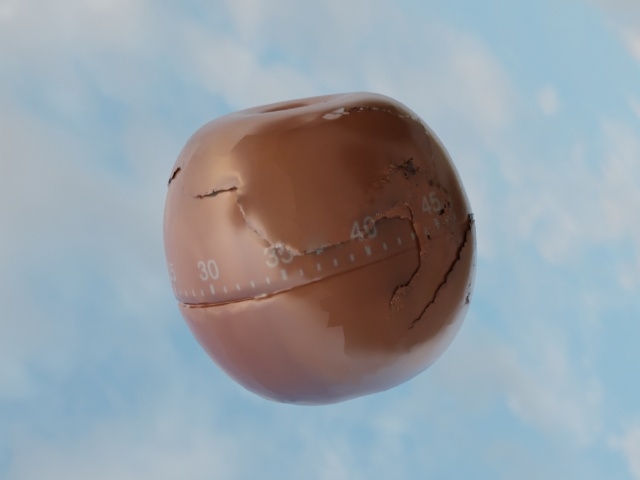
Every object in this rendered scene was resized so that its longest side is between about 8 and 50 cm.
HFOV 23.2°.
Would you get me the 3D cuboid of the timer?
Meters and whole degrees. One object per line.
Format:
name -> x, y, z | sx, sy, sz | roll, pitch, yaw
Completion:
timer -> 0.000, 0.000, 1.141 | 0.229, 0.229, 0.215 | -36, -66, -56
